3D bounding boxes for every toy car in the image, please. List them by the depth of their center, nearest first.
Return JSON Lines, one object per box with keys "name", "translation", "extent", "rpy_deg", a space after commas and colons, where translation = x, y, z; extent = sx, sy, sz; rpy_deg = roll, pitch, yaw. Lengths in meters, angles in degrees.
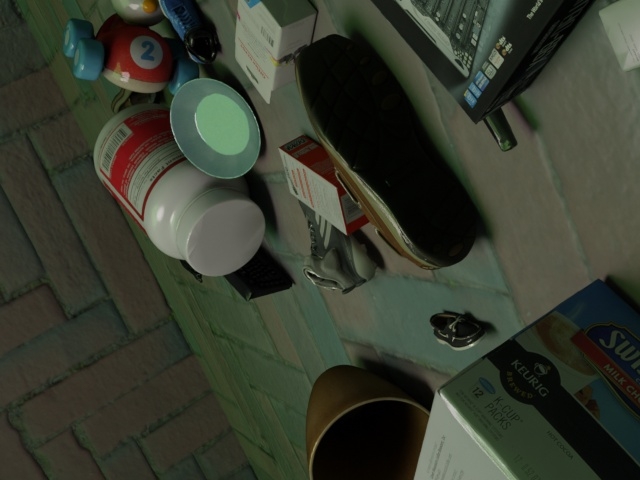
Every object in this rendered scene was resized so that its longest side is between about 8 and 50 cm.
{"name": "toy car", "translation": [-0.326, -0.409, 1.538], "extent": [0.210, 0.219, 0.238], "rpy_deg": [53, 131, 50]}

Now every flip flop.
{"name": "flip flop", "translation": [-0.401, -0.329, 1.926], "extent": [0.080, 0.112, 0.277], "rpy_deg": [48, 156, -7]}

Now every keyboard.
{"name": "keyboard", "translation": [-0.218, 0.027, 1.811], "extent": [0.317, 0.201, 0.033], "rpy_deg": [41, 133, 40]}

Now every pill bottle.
{"name": "pill bottle", "translation": [-0.289, -0.105, 1.748], "extent": [0.407, 0.229, 0.229], "rpy_deg": [42, 153, 41]}

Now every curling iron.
{"name": "curling iron", "translation": [0.128, -0.209, 0.882], "extent": [0.274, 0.035, 0.068], "rpy_deg": [58, 157, 13]}

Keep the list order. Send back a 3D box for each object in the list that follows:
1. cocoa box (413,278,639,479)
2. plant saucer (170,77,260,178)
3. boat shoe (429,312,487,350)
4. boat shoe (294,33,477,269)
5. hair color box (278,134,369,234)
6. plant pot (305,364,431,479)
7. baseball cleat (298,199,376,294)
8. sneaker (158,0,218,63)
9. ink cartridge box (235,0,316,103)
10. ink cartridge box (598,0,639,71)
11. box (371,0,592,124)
{"name": "cocoa box", "translation": [0.259, 0.257, 0.909], "extent": [0.231, 0.228, 0.347], "rpy_deg": [49, 157, 29]}
{"name": "plant saucer", "translation": [-0.186, -0.209, 1.556], "extent": [0.194, 0.037, 0.195], "rpy_deg": [14, 124, 22]}
{"name": "boat shoe", "translation": [0.188, 0.122, 1.173], "extent": [0.038, 0.046, 0.125], "rpy_deg": [59, 169, -8]}
{"name": "boat shoe", "translation": [0.065, -0.098, 1.065], "extent": [0.324, 0.122, 0.120], "rpy_deg": [60, 163, 5]}
{"name": "hair color box", "translation": [0.006, -0.089, 1.314], "extent": [0.167, 0.053, 0.093], "rpy_deg": [37, 151, 45]}
{"name": "plant pot", "translation": [0.069, 0.328, 1.522], "extent": [0.254, 0.237, 0.237], "rpy_deg": [-126, 15, -67]}
{"name": "baseball cleat", "translation": [0.000, 0.000, 1.364], "extent": [0.206, 0.109, 0.072], "rpy_deg": [49, 162, 34]}
{"name": "sneaker", "translation": [-0.227, -0.377, 1.476], "extent": [0.084, 0.058, 0.152], "rpy_deg": [35, 152, 61]}
{"name": "ink cartridge box", "translation": [-0.068, -0.291, 1.208], "extent": [0.104, 0.061, 0.181], "rpy_deg": [55, 159, 17]}
{"name": "ink cartridge box", "translation": [0.259, -0.162, 0.553], "extent": [0.052, 0.088, 0.122], "rpy_deg": [63, 160, -6]}
{"name": "box", "translation": [0.130, -0.275, 0.707], "extent": [0.242, 0.076, 0.307], "rpy_deg": [52, 159, 10]}
